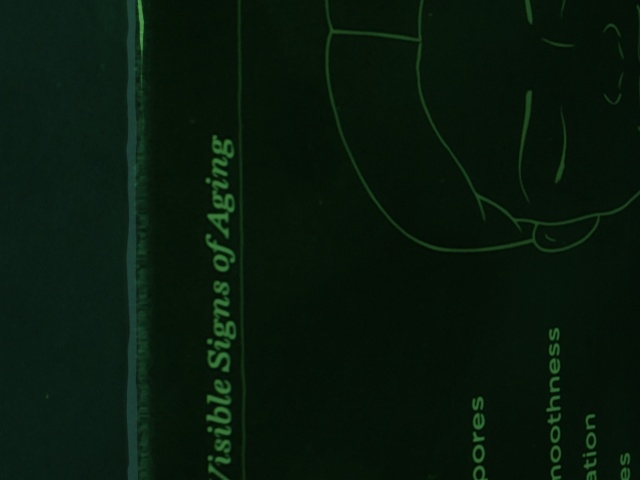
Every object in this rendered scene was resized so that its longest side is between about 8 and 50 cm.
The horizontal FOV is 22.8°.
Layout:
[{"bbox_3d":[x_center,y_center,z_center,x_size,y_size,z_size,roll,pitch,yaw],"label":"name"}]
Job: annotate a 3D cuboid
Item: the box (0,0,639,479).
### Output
[{"bbox_3d":[0.000,0.000,0.846,0.297,0.472,0.480,0,90,44],"label":"box"}]
